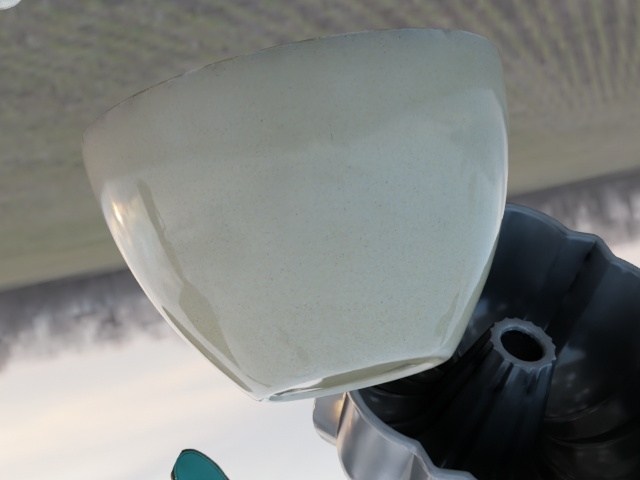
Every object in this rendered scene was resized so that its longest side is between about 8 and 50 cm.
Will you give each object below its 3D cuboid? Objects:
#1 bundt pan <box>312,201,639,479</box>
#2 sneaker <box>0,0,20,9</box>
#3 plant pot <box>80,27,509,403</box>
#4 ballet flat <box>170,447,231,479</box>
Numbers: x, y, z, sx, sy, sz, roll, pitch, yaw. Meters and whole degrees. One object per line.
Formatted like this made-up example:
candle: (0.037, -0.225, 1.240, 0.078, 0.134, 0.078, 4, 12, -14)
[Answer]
bundt pan: (0.137, 0.120, 1.422, 0.331, 0.331, 0.124, -13, 140, -34)
sneaker: (-0.181, -0.245, 1.200, 0.064, 0.192, 0.086, 22, 176, -9)
plant pot: (0.000, 0.000, 1.203, 0.284, 0.191, 0.284, -12, 169, -2)
ballet flat: (-0.093, 0.282, 1.830, 0.057, 0.168, 0.052, -36, 167, -15)
